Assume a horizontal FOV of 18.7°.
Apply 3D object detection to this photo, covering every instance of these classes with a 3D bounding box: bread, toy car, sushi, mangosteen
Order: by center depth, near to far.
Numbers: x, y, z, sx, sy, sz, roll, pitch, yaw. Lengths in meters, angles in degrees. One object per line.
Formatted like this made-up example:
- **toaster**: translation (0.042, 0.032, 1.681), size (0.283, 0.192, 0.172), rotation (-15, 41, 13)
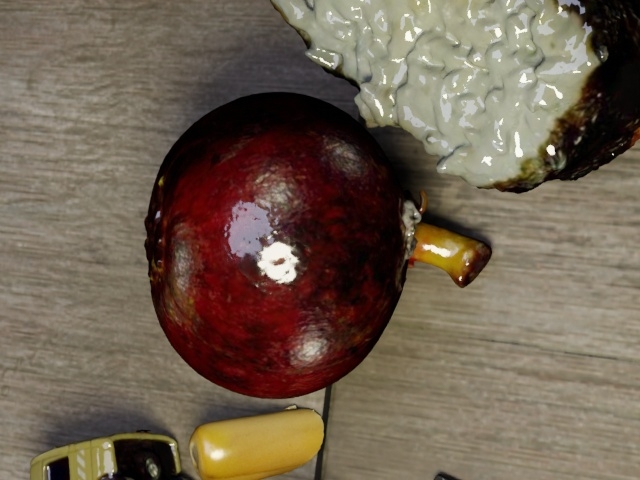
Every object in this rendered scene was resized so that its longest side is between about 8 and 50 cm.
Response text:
- **sushi**: translation (0.100, -0.172, 1.429), size (0.343, 0.182, 0.196), rotation (44, 111, 26)
- **mangosteen**: translation (0.000, 0.000, 1.463), size (0.261, 0.235, 0.236), rotation (0, 83, -13)
- **bread**: translation (-0.052, 0.167, 1.555), size (0.062, 0.103, 0.049), rotation (113, 146, -58)
- **toy car**: translation (-0.163, 0.287, 1.571), size (0.124, 0.101, 0.257), rotation (-14, 77, 32)

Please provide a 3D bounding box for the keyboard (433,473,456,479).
- **keyboard**: translation (0.143, 0.227, 1.453), size (0.155, 0.010, 0.053), rotation (23, 97, 29)
